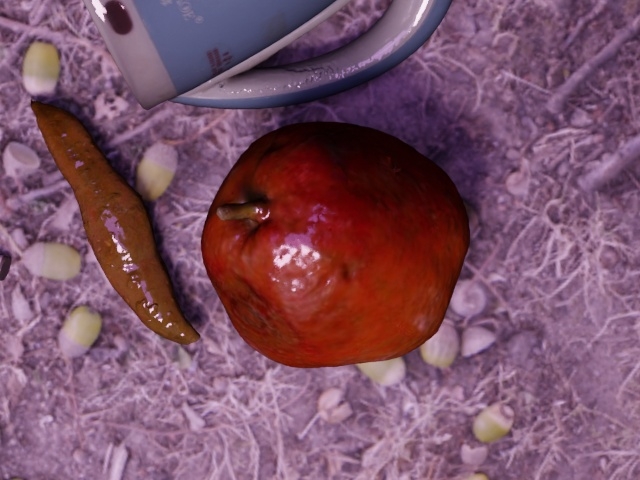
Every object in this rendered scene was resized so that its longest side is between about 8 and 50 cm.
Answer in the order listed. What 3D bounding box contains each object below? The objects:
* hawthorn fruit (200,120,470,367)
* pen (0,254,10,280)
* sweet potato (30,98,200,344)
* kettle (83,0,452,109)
[{"bbox_3d":[0.000,0.000,1.242,0.224,0.261,0.224,-6,76,23],"label":"hawthorn fruit"},{"bbox_3d":[-0.393,0.009,1.391,0.204,0.025,0.025,10,94,4],"label":"pen"},{"bbox_3d":[-0.190,-0.021,1.357,0.067,0.067,0.274,-30,85,6],"label":"sweet potato"},{"bbox_3d":[-0.038,-0.264,1.265,0.342,0.247,0.319,-25,122,-2],"label":"kettle"}]
